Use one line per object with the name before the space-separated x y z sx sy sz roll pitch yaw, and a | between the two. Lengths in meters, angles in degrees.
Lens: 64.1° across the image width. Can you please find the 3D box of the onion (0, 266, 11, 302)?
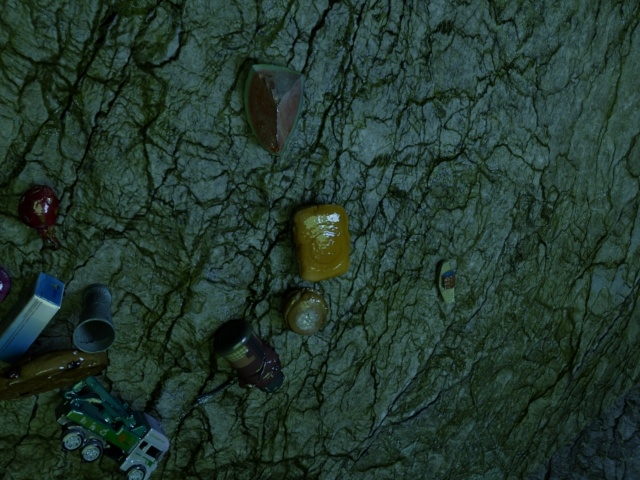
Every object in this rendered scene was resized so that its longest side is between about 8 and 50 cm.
onion | -0.827 0.111 1.255 0.115 0.104 0.115 -1 94 -21

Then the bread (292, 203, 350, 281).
bread | 0.000 0.000 1.540 0.174 0.121 0.245 -12 117 -19

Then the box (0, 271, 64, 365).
box | -0.745 0.196 1.301 0.073 0.139 0.194 37 94 -30

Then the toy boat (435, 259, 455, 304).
toy boat | 0.449 0.147 1.816 0.065 0.066 0.172 -20 118 -17

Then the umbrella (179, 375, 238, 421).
umbrella | -0.343 0.488 1.652 0.269 0.044 0.044 -35 82 -13

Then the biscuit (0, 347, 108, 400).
biscuit | -0.687 0.328 1.288 0.296 0.296 0.075 -17 74 -15

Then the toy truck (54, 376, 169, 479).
toy truck | -0.610 0.551 1.490 0.178 0.177 0.363 -46 120 -14

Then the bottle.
bottle | -0.213 0.381 1.596 0.156 0.143 0.271 -36 121 -5

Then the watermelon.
watermelon | -0.110 -0.358 1.370 0.146 0.128 0.231 -31 138 -39

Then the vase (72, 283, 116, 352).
vase | -0.580 0.191 1.321 0.096 0.219 0.096 -8 114 -19

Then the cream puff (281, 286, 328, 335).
cream puff | -0.049 0.217 1.611 0.150 0.115 0.165 30 107 -22

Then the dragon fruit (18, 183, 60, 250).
dragon fruit | -0.689 -0.048 1.259 0.094 0.094 0.190 -4 124 -21
